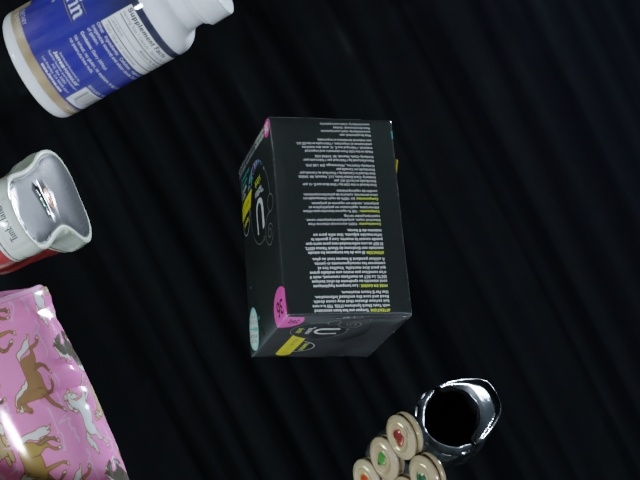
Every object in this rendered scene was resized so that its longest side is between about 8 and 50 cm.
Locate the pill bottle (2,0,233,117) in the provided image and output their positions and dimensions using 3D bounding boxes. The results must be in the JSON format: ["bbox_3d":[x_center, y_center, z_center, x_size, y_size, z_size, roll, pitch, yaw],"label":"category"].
[{"bbox_3d":[-0.253,-0.278,2.207,0.264,0.153,0.153,-28,6,10],"label":"pill bottle"}]

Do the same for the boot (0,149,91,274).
[{"bbox_3d":[-0.293,0.002,1.452,0.176,0.088,0.244,-25,2,10],"label":"boot"}]

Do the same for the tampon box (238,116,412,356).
[{"bbox_3d":[0.000,0.000,1.363,0.101,0.161,0.120,0,-20,-15],"label":"tampon box"}]

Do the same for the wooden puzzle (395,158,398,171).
[{"bbox_3d":[0.070,-0.050,1.892,0.014,0.078,0.116,5,9,7],"label":"wooden puzzle"}]

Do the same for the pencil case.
[{"bbox_3d":[-0.331,0.241,2.033,0.160,0.386,0.167,-21,1,18],"label":"pencil case"}]

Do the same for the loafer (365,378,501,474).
[{"bbox_3d":[0.122,0.171,1.631,0.078,0.076,0.223,-40,-9,29],"label":"loafer"}]

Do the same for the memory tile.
[{"bbox_3d":[0.077,0.217,1.368,0.012,0.148,0.113,-16,-25,-33],"label":"memory tile"}]
